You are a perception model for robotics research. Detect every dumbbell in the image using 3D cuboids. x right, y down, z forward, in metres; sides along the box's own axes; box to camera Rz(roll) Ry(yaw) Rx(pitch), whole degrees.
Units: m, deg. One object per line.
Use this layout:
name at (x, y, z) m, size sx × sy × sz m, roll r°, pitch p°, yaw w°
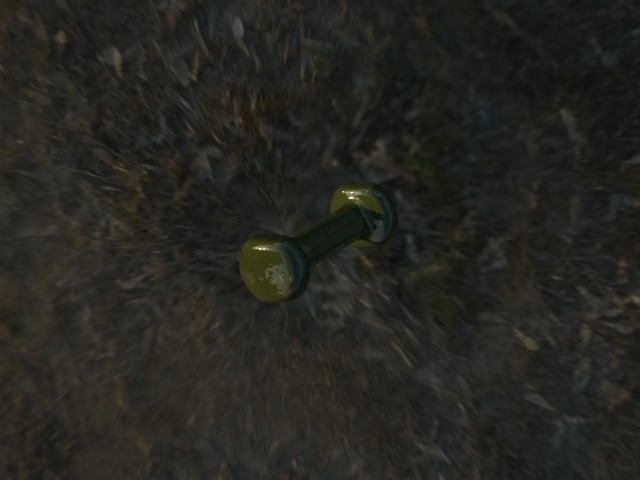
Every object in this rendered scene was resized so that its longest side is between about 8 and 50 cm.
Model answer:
dumbbell at (0.000, 0.000, 1.009) m, size 0.052 × 0.118 × 0.046 m, roll 0°, pitch 112°, yaw 41°
